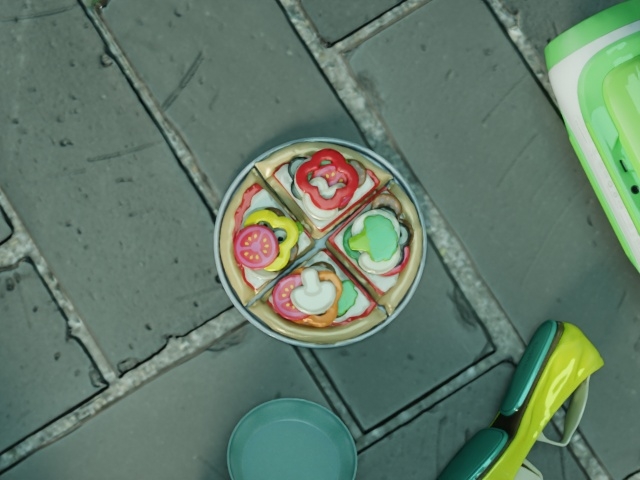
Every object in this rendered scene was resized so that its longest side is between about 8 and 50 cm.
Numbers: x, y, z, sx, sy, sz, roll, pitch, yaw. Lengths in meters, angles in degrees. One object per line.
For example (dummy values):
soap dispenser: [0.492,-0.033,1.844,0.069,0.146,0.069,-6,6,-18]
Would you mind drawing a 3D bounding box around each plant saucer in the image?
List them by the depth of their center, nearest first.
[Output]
plant saucer: [-0.027,0.202,1.486,0.119,0.021,0.119,3,60,-6]

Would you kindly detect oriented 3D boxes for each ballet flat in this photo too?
ballet flat: [0.183,0.181,1.487,0.077,0.077,0.231,37,80,-13]

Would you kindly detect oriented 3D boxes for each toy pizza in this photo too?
toy pizza: [0.000,0.000,1.525,0.201,0.032,0.201,0,82,-1]

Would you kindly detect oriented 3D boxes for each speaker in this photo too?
speaker: [0.317,-0.068,1.496,0.131,0.131,0.296,-24,83,-5]
